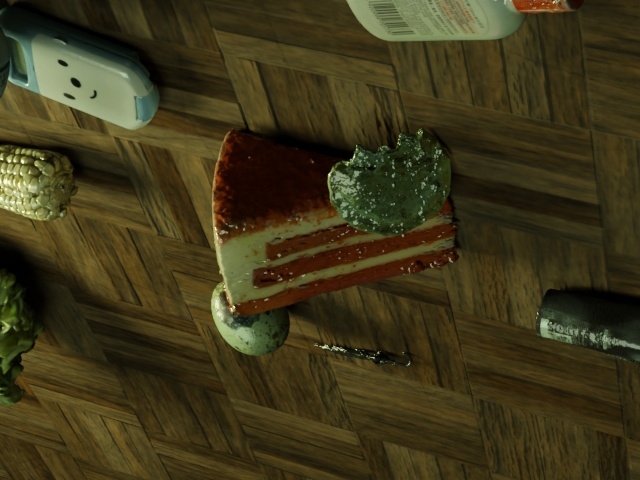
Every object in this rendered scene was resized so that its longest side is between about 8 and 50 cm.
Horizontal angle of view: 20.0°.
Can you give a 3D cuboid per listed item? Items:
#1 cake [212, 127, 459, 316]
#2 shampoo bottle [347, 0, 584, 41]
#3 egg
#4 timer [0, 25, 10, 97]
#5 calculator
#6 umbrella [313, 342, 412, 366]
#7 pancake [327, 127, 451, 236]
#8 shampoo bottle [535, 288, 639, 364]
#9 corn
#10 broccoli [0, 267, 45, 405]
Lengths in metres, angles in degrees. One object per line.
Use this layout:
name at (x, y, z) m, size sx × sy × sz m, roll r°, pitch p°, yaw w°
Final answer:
cake at (0.000, 0.000, 1.944) m, size 0.262 × 0.159 × 0.158 m, roll 13°, pitch 146°, yaw 20°
shampoo bottle at (0.126, -0.218, 1.591) m, size 0.221 × 0.051 × 0.108 m, roll 3°, pitch 143°, yaw 36°
egg at (-0.088, 0.094, 2.248) m, size 0.110 × 0.085 × 0.085 m, roll 48°, pitch 146°, yaw -15°
timer at (-0.398, -0.236, 1.886) m, size 0.175 × 0.255 × 0.175 m, roll 5°, pitch 179°, yaw 0°
calculator at (-0.272, -0.188, 1.980) m, size 0.210 × 0.039 × 0.121 m, roll 22°, pitch 150°, yaw 10°
umbrella at (0.052, 0.147, 2.289) m, size 0.149 × 0.022 × 0.022 m, roll 4°, pitch 102°, yaw 35°
pancake at (0.073, -0.056, 1.859) m, size 0.129 × 0.022 × 0.116 m, roll -14°, pitch 125°, yaw 3°
shampoo bottle at (0.335, 0.101, 1.936) m, size 0.207 × 0.063 × 0.057 m, roll 12°, pitch 160°, yaw 23°
corn at (-0.391, -0.082, 2.212) m, size 0.211 × 0.087 × 0.087 m, roll 14°, pitch 149°, yaw 28°
broccoli at (-0.515, 0.127, 2.487) m, size 0.288 × 0.245 × 0.248 m, roll 33°, pitch 142°, yaw -23°
